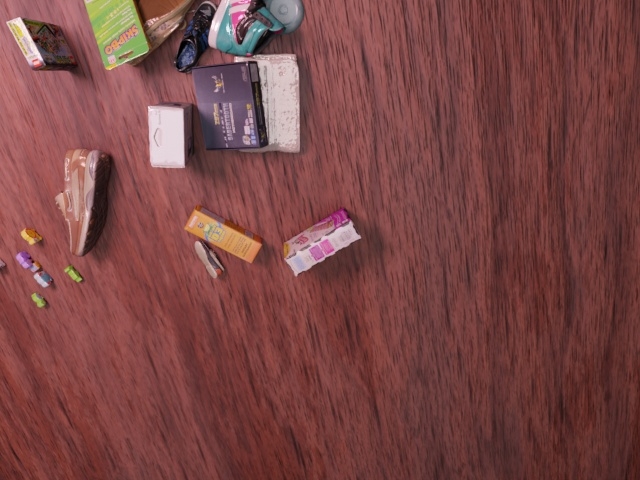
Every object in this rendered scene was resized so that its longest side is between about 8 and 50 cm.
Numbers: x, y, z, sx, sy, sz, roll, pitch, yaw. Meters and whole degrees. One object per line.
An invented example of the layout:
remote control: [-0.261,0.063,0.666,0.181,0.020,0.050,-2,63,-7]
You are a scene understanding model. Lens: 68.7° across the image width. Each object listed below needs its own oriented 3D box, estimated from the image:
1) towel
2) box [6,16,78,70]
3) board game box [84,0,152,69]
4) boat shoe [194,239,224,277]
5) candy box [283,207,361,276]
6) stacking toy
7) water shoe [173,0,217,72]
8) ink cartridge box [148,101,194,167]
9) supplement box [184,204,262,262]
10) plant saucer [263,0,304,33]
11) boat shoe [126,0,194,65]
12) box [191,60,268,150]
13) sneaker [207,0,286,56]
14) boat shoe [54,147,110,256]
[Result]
towel: [-0.153,-0.396,1.362,0.187,0.049,0.282,-1,111,-5]
box: [-0.694,-0.490,1.182,0.036,0.207,0.114,-21,111,1]
board game box: [-0.521,-0.560,1.196,0.124,0.039,0.259,-22,75,5]
boat shoe: [-0.356,0.055,1.503,0.043,0.049,0.136,-40,113,-37]
candy box: [0.000,0.000,1.460,0.234,0.159,0.071,-32,108,5]
stacking toy: [-0.885,0.091,1.449,0.167,0.052,0.221,-35,110,7]
water shoe: [-0.333,-0.547,1.269,0.073,0.080,0.203,25,105,-15]
ink cartridge box: [-0.404,-0.294,1.281,0.093,0.212,0.154,1,109,-7]
supplement box: [-0.301,-0.020,1.463,0.234,0.080,0.078,28,102,-13]
plant saucer: [-0.104,-0.636,1.295,0.120,0.021,0.119,-2,110,-6]
boat shoe: [-0.438,-0.585,1.248,0.285,0.089,0.104,-36,76,6]
box: [-0.252,-0.373,1.311,0.184,0.059,0.232,4,112,23]
sneaker: [-0.165,-0.616,1.226,0.179,0.123,0.295,26,113,0]
boat shoe: [-0.703,-0.114,1.371,0.117,0.123,0.324,13,101,-3]
